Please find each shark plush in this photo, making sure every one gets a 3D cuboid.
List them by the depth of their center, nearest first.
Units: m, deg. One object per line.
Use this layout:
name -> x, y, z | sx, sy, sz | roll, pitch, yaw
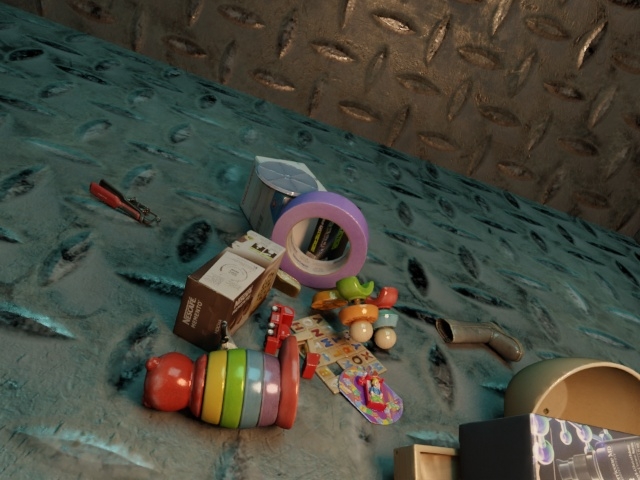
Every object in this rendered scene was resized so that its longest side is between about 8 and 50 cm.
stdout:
shark plush -> -0.209, 0.224, 1.141 | 0.073, 0.161, 0.067 | -19, 53, -5

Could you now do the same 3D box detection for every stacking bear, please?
stacking bear -> -0.196, 0.282, 1.047 | 0.289, 0.175, 0.164 | 6, 23, -11

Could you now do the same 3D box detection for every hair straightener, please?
hair straightener -> -0.560, -0.115, 1.577 | 0.230, 0.047, 0.089 | 27, 28, 8

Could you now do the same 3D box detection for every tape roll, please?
tape roll -> 0.000, 0.000, 1.547 | 0.274, 0.275, 0.090 | 22, 28, -2

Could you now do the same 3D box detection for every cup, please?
cup -> 0.568, 0.412, 1.260 | 0.331, 0.331, 0.237 | 17, 2, -11

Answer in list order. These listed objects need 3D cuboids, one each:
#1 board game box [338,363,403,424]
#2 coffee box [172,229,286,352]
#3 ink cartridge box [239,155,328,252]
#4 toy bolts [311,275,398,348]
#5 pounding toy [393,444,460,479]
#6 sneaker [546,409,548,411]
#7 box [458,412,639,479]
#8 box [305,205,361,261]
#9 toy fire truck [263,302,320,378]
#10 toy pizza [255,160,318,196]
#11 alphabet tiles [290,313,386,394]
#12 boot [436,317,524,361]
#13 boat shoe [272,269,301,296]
board game box -> 0.125, 0.353, 1.265 | 0.168, 0.033, 0.133 | 41, 33, 25
coffee box -> -0.213, 0.115, 1.301 | 0.119, 0.168, 0.297 | 27, 27, 8
ink cartridge box -> -0.114, -0.119, 1.756 | 0.197, 0.198, 0.270 | 3, 34, -32
toy bolts -> 0.104, 0.212, 1.432 | 0.228, 0.218, 0.158 | 15, 60, -40
pounding toy -> 0.238, 0.512, 1.026 | 0.181, 0.094, 0.206 | 13, 60, -19
sneaker -> 0.736, 0.465, 1.434 | 0.240, 0.126, 0.091 | 18, 28, -8
box -> 0.468, 0.496, 0.952 | 0.395, 0.212, 0.294 | 15, 62, -16
box -> 0.037, -0.014, 1.691 | 0.045, 0.191, 0.184 | 35, 29, 26
toy fire truck -> -0.067, 0.238, 1.304 | 0.135, 0.047, 0.192 | 14, 33, -6
toy pizza -> -0.103, -0.179, 1.624 | 0.201, 0.032, 0.201 | 18, 29, -10
alphabet tiles -> 0.028, 0.276, 1.368 | 0.198, 0.009, 0.237 | -9, 41, -45
boot -> 0.474, 0.292, 1.601 | 0.208, 0.076, 0.189 | 14, 14, -30
boat shoe -> -0.115, 0.109, 1.518 | 0.135, 0.050, 0.045 | 36, 25, 3
